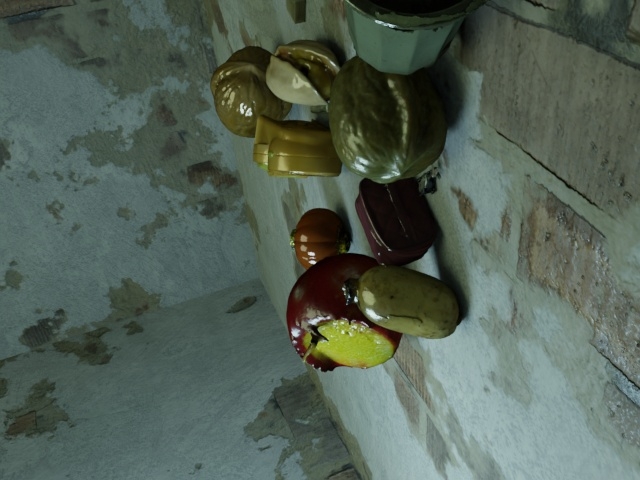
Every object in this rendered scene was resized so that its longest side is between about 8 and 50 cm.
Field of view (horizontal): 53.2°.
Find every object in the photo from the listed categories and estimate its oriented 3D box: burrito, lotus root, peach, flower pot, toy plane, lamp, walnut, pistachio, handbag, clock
[{"bbox_3d":[0.010,-0.407,1.913,0.188,0.045,0.058,-150,60,-72],"label":"burrito"},{"bbox_3d":[0.189,0.140,1.483,0.146,0.284,0.160,-78,0,-45],"label":"lotus root"},{"bbox_3d":[0.069,0.197,1.830,0.406,0.335,0.310,90,179,-62],"label":"peach"},{"bbox_3d":[0.145,-0.410,1.028,0.259,0.290,0.290,75,175,-76],"label":"flower pot"},{"bbox_3d":[0.236,-0.130,1.407,0.121,0.031,0.049,123,137,-76],"label":"toy plane"},{"bbox_3d":[0.000,0.000,2.139,0.223,0.196,0.223,2,-90,-73],"label":"lamp"},{"bbox_3d":[-0.244,-0.529,2.275,0.333,0.332,0.333,163,90,-76],"label":"walnut"},{"bbox_3d":[0.128,-0.253,1.271,0.283,0.227,0.283,175,90,-68],"label":"walnut"},{"bbox_3d":[-0.045,-0.467,1.805,0.299,0.187,0.188,39,144,54],"label":"pistachio"},{"bbox_3d":[0.173,-0.054,1.504,0.135,0.146,0.225,99,153,-67],"label":"handbag"},{"bbox_3d":[-0.063,-0.279,1.971,0.317,0.244,0.200,-149,59,-65],"label":"clock"}]

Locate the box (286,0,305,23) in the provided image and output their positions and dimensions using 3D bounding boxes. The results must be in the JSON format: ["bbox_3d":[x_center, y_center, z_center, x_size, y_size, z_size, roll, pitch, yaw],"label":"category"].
[{"bbox_3d":[-0.075,-0.705,1.902,0.083,0.035,0.079,96,153,-56],"label":"box"}]
